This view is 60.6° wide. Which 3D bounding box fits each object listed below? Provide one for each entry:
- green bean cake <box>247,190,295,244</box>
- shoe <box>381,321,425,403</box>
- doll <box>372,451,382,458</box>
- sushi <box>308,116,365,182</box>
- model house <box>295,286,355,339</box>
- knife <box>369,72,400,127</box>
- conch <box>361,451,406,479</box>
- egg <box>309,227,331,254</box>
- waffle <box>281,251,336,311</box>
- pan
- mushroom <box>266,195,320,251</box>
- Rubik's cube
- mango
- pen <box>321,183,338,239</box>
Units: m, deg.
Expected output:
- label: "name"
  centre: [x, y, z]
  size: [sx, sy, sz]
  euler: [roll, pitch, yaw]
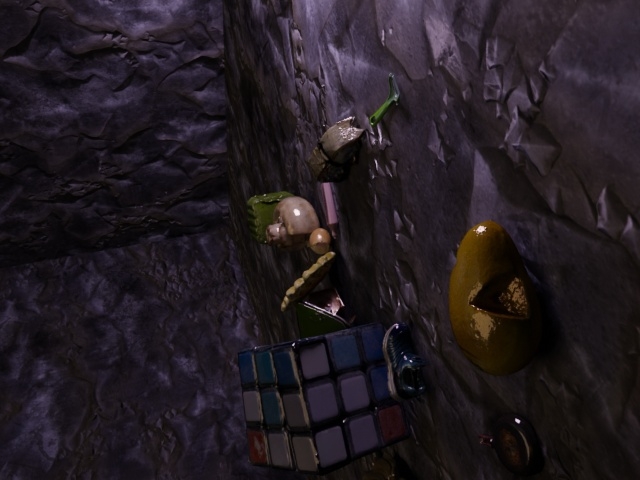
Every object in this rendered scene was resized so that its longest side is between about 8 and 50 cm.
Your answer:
- label: "green bean cake"
  centre: [-0.183, -0.091, 2.232]
  size: [0.113, 0.214, 0.200]
  euler: [-157, 57, -65]
- label: "shoe"
  centre: [0.224, 0.312, 1.407]
  size: [0.106, 0.092, 0.207]
  euler: [-15, 81, 51]
- label: "doll"
  centre: [0.178, 0.704, 1.872]
  size: [0.125, 0.027, 0.037]
  euler: [-124, 21, -52]
- label: "sushi"
  centre: [0.039, -0.256, 1.585]
  size: [0.273, 0.109, 0.134]
  euler: [148, 110, -71]
- label: "model house"
  centre: [0.043, 0.282, 1.923]
  size: [0.207, 0.154, 0.293]
  euler: [19, 142, 20]
- label: "knife"
  centre: [0.155, -0.322, 1.314]
  size: [0.166, 0.023, 0.078]
  euler: [124, 139, -65]
- label: "conch"
  centre: [0.186, 0.808, 1.641]
  size: [0.297, 0.210, 0.352]
  euler: [-98, 11, -51]
- label: "egg"
  centre: [0.000, 0.000, 1.924]
  size: [0.096, 0.080, 0.080]
  euler: [-94, 4, -55]
- label: "waffle"
  centre: [-0.042, 0.146, 1.900]
  size: [0.056, 0.261, 0.250]
  euler: [45, 161, 8]
- label: "pan"
  centre: [0.358, 0.400, 1.083]
  size: [0.212, 0.040, 0.114]
  euler: [133, 130, -69]
- label: "mushroom"
  centre: [-0.114, -0.068, 2.057]
  size: [0.253, 0.195, 0.188]
  euler: [122, 138, -64]
- label: "Rubik's cube"
  centre: [-0.004, 0.453, 1.610]
  size: [0.359, 0.363, 0.362]
  euler: [-27, 72, 48]
- label: "mango"
  centre: [0.297, 0.099, 0.948]
  size: [0.167, 0.130, 0.261]
  euler: [142, 121, -65]
- label: "pen"
  centre: [0.032, -0.100, 1.838]
  size: [0.053, 0.032, 0.197]
  euler: [152, 108, -72]
